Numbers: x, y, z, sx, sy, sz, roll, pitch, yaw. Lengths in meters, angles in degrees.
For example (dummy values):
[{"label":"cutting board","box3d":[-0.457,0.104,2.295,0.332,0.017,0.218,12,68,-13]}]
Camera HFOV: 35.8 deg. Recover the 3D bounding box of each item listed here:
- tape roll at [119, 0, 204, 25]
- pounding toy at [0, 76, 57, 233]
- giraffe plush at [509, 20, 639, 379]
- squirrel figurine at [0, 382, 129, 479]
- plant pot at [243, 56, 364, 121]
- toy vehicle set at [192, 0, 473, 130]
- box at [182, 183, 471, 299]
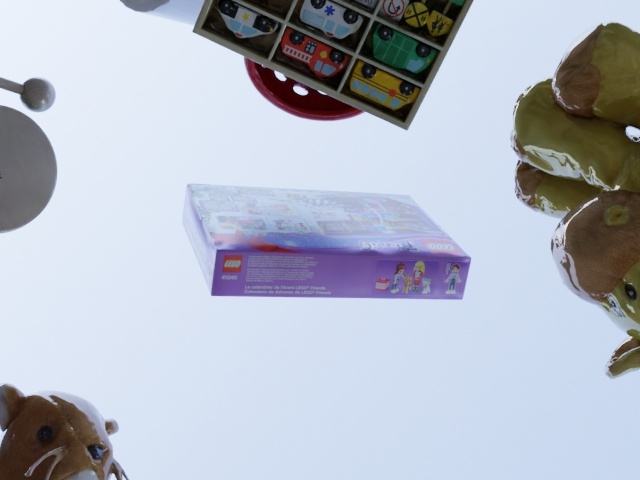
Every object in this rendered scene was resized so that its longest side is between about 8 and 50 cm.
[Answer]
[{"label":"tape roll","box3d":[-0.159,-0.414,1.225,0.286,0.100,0.286,-8,-100,50]},{"label":"pounding toy","box3d":[-0.484,-0.127,1.432,0.182,0.110,0.237,7,-94,-33]},{"label":"giraffe plush","box3d":[0.207,-0.008,0.614,0.210,0.181,0.170,11,-126,21]},{"label":"squirrel figurine","box3d":[-0.408,0.372,1.271,0.281,0.397,0.371,22,-107,-32]},{"label":"plant pot","box3d":[0.008,-0.272,1.236,0.191,0.191,0.174,0,-132,8]},{"label":"toy vehicle set","box3d":[0.013,-0.251,1.089,0.266,0.035,0.166,24,-70,-4]},{"label":"box","box3d":[0.000,0.000,1.146,0.293,0.201,0.057,2,-68,-18]}]
